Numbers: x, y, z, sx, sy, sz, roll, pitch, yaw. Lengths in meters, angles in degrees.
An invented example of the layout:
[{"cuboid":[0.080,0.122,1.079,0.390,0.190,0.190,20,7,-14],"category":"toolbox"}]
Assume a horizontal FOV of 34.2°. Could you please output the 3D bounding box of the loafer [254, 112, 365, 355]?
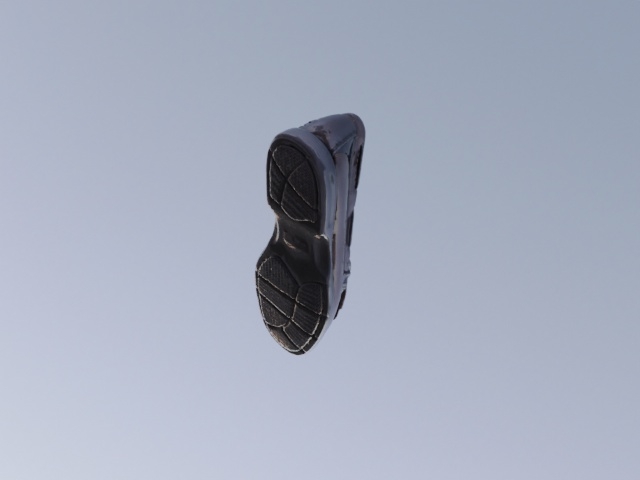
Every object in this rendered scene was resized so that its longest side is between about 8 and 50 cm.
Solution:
[{"cuboid":[0.000,0.000,1.084,0.109,0.095,0.303,36,-38,28],"category":"loafer"}]
